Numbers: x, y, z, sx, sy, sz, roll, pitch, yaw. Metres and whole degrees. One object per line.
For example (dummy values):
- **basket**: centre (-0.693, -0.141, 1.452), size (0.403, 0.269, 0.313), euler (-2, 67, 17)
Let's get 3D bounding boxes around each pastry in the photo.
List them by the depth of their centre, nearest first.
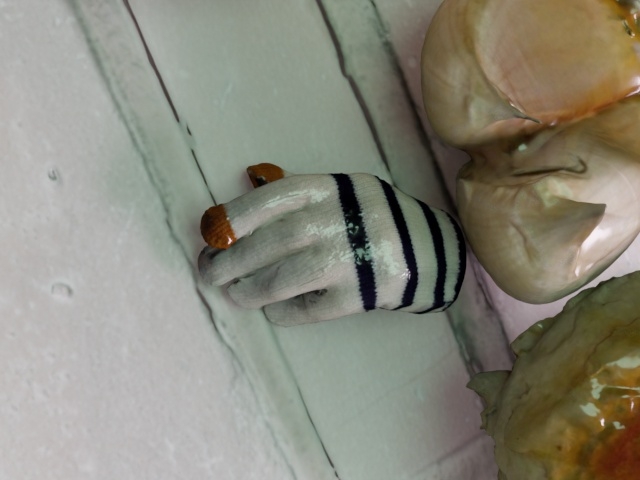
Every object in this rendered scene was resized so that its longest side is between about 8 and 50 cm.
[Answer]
- **pastry**: centre (0.302, 0.165, 1.142), size (0.329, 0.136, 0.329), euler (-3, 113, -8)

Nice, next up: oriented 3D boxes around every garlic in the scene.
- **garlic**: centre (0.208, -0.095, 1.185), size (0.313, 0.249, 0.286), euler (-36, 125, -39)

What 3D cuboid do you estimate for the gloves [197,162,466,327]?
- **gloves**: centre (0.008, 0.002, 1.132), size (0.218, 0.131, 0.140), euler (11, 77, -34)
